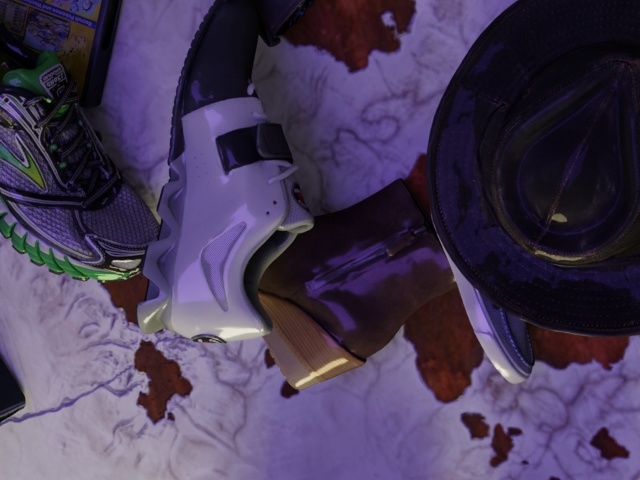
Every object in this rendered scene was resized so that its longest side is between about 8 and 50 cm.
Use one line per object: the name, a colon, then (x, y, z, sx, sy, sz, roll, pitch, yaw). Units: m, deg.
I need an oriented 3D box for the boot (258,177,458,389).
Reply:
boot: (0.000, 0.000, 1.491, 0.207, 0.090, 0.248, -38, 78, 13)

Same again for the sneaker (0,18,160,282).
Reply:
sneaker: (-0.286, -0.098, 1.539, 0.343, 0.134, 0.146, 45, 131, 2)

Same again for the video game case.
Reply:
video game case: (-0.325, -0.301, 1.601, 0.275, 0.035, 0.248, 22, 109, 20)

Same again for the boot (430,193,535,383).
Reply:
boot: (0.175, 0.033, 1.399, 0.086, 0.069, 0.190, -24, 88, 23)

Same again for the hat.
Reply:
hat: (0.226, -0.079, 1.286, 0.331, 0.134, 0.331, 0, 89, 21)

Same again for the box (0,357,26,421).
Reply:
box: (-0.581, 0.118, 1.717, 0.293, 0.212, 0.395, -36, 84, 28)

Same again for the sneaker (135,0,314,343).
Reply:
sneaker: (-0.068, -0.065, 1.426, 0.146, 0.122, 0.330, 8, 89, 12)

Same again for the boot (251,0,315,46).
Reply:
boot: (-0.041, -0.342, 1.425, 0.229, 0.091, 0.263, 45, 127, 11)
